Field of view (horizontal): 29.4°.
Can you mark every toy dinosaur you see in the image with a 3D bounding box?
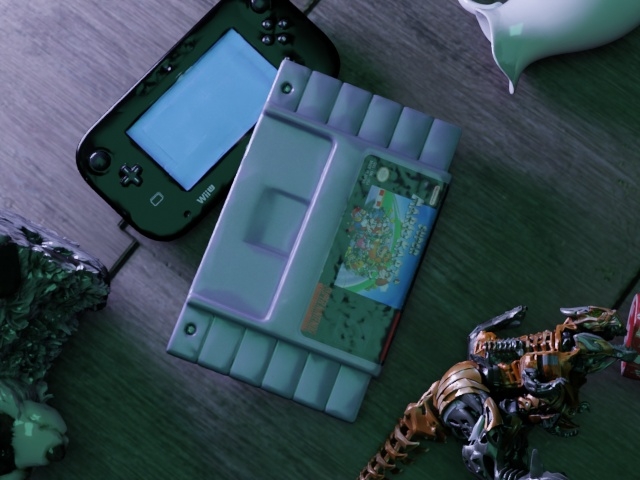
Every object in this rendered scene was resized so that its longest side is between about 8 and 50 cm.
[{"bbox_3d":[0.190,0.196,1.289,0.322,0.164,0.218,-41,56,31],"label":"toy dinosaur"}]

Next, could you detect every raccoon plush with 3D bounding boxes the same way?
[{"bbox_3d":[-0.424,0.097,1.354,0.446,0.216,0.299,30,94,39],"label":"raccoon plush"}]

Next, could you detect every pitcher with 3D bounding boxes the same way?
[{"bbox_3d":[0.271,-0.289,1.405,0.207,0.125,0.177,-29,61,7],"label":"pitcher"}]

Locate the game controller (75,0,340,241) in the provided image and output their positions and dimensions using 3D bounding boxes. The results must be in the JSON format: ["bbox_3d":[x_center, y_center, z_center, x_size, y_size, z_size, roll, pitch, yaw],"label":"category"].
[{"bbox_3d":[-0.128,-0.150,1.414,0.166,0.067,0.319,42,83,12],"label":"game controller"}]

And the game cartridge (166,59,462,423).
[{"bbox_3d":[0.000,0.000,1.353,0.230,0.068,0.355,20,81,3],"label":"game cartridge"}]

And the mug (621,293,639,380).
[{"bbox_3d":[0.408,0.132,1.288,0.169,0.113,0.150,11,66,10],"label":"mug"}]
